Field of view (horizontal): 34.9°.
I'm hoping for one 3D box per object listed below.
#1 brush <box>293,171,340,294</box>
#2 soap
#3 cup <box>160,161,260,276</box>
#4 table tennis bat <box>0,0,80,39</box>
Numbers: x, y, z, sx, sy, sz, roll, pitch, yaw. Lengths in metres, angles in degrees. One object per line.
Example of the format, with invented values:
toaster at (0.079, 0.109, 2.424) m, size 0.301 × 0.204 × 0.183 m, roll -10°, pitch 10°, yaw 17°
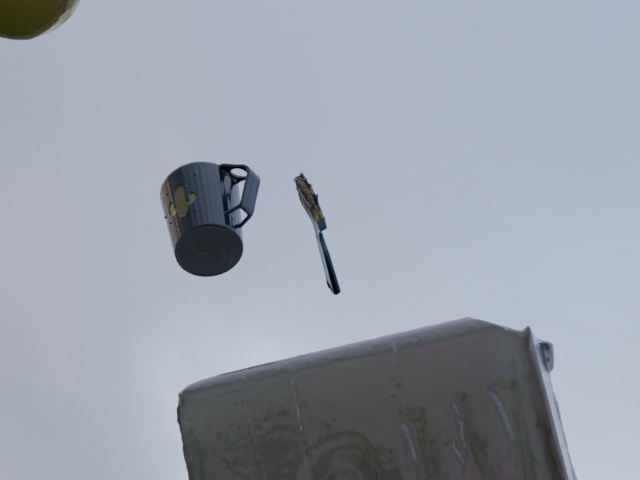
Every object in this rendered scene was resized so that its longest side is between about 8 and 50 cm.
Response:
brush at (0.000, 0.000, 1.035) m, size 0.164 × 0.014 × 0.051 m, roll 74°, pitch -10°, yaw -45°
soap at (0.082, 0.291, 1.189) m, size 0.213 × 0.435 × 0.350 m, roll 35°, pitch 44°, yaw -73°
cup at (-0.170, -0.042, 1.626) m, size 0.131 × 0.176 × 0.155 m, roll 41°, pitch 22°, yaw -37°
table tennis bat at (-0.247, -0.292, 0.923) m, size 0.369 × 0.054 × 0.224 m, roll 11°, pitch -64°, yaw 34°
